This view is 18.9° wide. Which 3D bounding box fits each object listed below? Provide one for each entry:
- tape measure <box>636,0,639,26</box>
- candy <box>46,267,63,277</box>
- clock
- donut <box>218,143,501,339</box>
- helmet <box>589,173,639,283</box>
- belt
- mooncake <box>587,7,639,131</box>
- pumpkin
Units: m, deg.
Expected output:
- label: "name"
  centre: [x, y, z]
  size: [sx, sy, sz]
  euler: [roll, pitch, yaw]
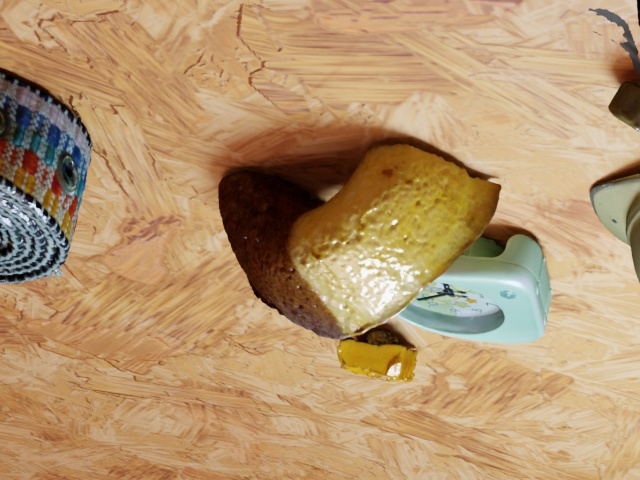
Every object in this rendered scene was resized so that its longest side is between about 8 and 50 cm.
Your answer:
- label: "tape measure"
  centre: [0.269, -0.169, 1.345]
  size: [0.094, 0.054, 0.091]
  euler: [6, 153, 5]
- label: "candy"
  centre: [-0.363, 0.017, 2.047]
  size: [0.182, 0.046, 0.053]
  euler: [17, 157, -13]
- label: "clock"
  centre: [0.124, 0.039, 1.844]
  size: [0.188, 0.060, 0.148]
  euler: [7, 155, 14]
- label: "donut"
  centre: [0.000, 0.000, 1.731]
  size: [0.295, 0.151, 0.112]
  euler: [-10, 137, 41]
- label: "helmet"
  centre: [0.346, 0.031, 1.628]
  size: [0.257, 0.137, 0.204]
  euler: [-12, 145, 43]
- label: "belt"
  centre: [-0.342, -0.065, 1.746]
  size: [0.257, 0.150, 0.207]
  euler: [18, 146, -14]
- label: "mooncake"
  centre: [0.224, -0.118, 1.350]
  size: [0.150, 0.057, 0.347]
  euler: [22, 176, -6]
- label: "pumpkin"
  centre: [0.061, 0.122, 2.058]
  size: [0.074, 0.054, 0.083]
  euler: [9, 176, 16]
